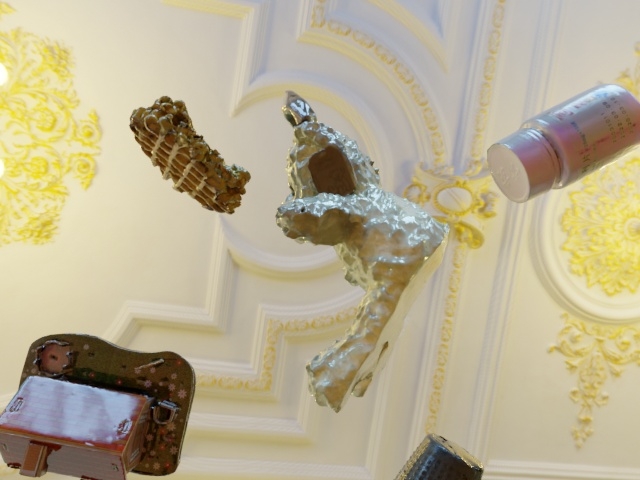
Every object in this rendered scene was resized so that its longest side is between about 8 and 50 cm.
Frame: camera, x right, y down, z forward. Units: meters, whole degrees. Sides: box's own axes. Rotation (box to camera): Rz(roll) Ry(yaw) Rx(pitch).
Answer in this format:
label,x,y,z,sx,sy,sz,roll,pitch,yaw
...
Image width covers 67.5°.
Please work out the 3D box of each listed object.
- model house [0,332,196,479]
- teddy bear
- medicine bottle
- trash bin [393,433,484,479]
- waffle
label,x,y,z,sx,sy,sz,roll,pitch,yaw
model house,-0.364,0.264,0.749,0.293,0.154,0.207,11,-99,-1
teddy bear,0.000,0.000,0.767,0.362,0.327,0.375,32,-87,22
medicine bottle,0.463,-0.181,0.914,0.254,0.152,0.152,-28,-82,-5
trash bin,0.224,0.470,0.922,0.175,0.175,0.161,28,-94,-10
waffle,-0.190,-0.123,0.712,0.070,0.197,0.193,-51,-44,-21
